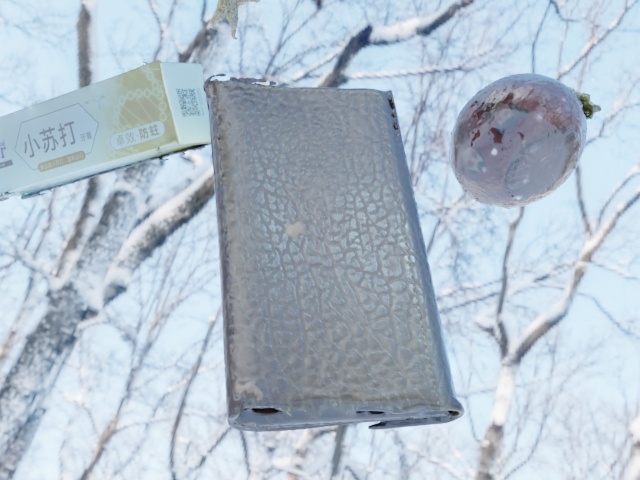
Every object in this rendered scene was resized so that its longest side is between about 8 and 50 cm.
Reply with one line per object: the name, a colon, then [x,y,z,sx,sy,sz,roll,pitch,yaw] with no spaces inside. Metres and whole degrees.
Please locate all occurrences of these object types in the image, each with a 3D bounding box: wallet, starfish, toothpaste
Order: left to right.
toothpaste: [-0.251,-0.105,0.982,0.313,0.071,0.089,-11,-86,32]
starfish: [-0.092,-0.251,0.966,0.016,0.086,0.092,13,3,35]
wallet: [0.000,0.000,0.586,0.133,0.243,0.039,-1,-33,-12]

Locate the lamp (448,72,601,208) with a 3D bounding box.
lamp: [0.212,-0.115,1.056,0.157,0.135,0.156,10,-60,-39]
